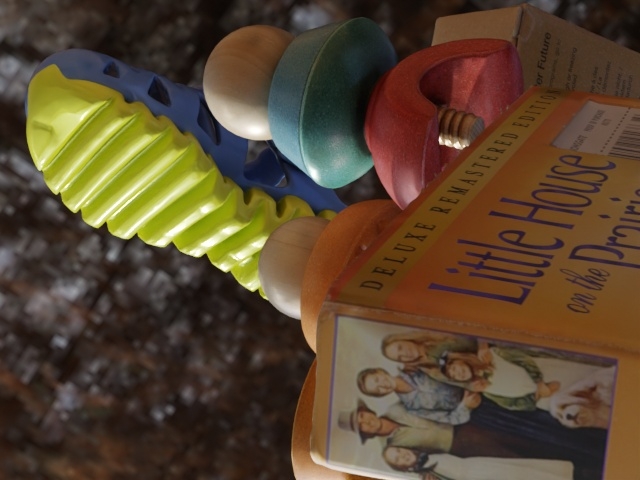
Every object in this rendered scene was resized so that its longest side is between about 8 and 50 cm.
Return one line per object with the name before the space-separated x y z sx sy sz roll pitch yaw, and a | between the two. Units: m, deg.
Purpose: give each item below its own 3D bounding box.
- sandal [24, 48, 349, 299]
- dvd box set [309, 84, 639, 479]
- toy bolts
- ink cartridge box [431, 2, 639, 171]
sandal | -0.089 -0.063 1.382 0.126 0.317 0.138 -25 -129 34
dvd box set | 0.240 0.031 0.612 0.307 0.420 0.062 -43 139 -67
toy bolts | 0.000 0.000 0.960 0.158 0.228 0.218 17 -144 29
ink cartridge box | 0.143 -0.006 1.152 0.088 0.193 0.234 3 -102 54
